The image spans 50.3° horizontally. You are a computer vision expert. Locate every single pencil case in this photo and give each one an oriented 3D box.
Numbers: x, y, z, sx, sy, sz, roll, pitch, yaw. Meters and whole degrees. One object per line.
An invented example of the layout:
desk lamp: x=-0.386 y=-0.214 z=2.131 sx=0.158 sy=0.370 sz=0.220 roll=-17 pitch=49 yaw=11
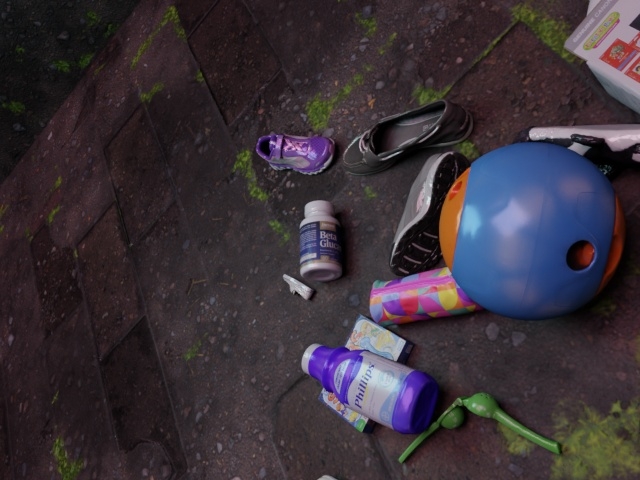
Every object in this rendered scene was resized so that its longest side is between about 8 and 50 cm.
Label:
pencil case: x=0.204 y=0.102 z=1.313 sx=0.236 sy=0.104 sz=0.105 roll=-19 pitch=61 yaw=37

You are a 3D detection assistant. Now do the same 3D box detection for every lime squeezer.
lime squeezer: x=0.263 y=0.328 z=1.211 sx=0.310 sy=0.059 sz=0.110 roll=-18 pitch=94 yaw=36

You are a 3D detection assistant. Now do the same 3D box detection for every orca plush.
orca plush: x=0.464 y=-0.144 z=1.181 sx=0.287 sy=0.151 sz=0.102 roll=6 pitch=108 yaw=40

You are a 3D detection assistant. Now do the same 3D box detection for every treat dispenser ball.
treat dispenser ball: x=0.337 y=-0.015 z=1.106 sx=0.288 sy=0.288 sz=0.288 roll=-18 pitch=62 yaw=36

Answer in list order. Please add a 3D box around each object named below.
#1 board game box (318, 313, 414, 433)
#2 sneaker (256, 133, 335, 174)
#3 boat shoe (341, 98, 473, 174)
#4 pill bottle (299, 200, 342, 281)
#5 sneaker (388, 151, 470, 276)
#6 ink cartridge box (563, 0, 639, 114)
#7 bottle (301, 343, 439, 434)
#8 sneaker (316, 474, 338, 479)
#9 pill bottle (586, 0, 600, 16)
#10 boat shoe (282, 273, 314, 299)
board game box: x=0.091 y=0.268 z=1.389 sx=0.136 sy=0.035 sz=0.201 roll=26 pitch=91 yaw=44
sneaker: x=-0.071 y=-0.224 z=1.690 sx=0.236 sy=0.104 sz=0.095 roll=6 pitch=75 yaw=42
boat shoe: x=0.165 y=-0.232 z=1.486 sx=0.335 sy=0.095 sz=0.112 roll=-15 pitch=64 yaw=37
pill bottle: x=0.000 y=0.000 z=1.540 sx=0.094 sy=0.094 sz=0.170 roll=-20 pitch=61 yaw=35
sneaker: x=0.214 y=-0.052 z=1.384 sx=0.272 sy=0.100 sz=0.108 roll=-65 pitch=21 yaw=4
ink cartridge box: x=0.610 y=-0.354 z=1.112 sx=0.309 sy=0.130 sz=0.272 roll=-49 pitch=46 yaw=15
bottle: x=0.085 y=0.269 z=1.303 sx=0.282 sy=0.092 sz=0.118 roll=16 pitch=86 yaw=41
sneaker: x=-0.020 y=0.598 z=1.299 sx=0.110 sy=0.118 sz=0.292 roll=1 pitch=73 yaw=44
pill bottle: x=0.543 y=-0.484 z=1.241 sx=0.108 sy=0.108 sz=0.180 roll=7 pitch=78 yaw=43
boat shoe: x=-0.057 y=0.110 z=1.590 sx=0.100 sy=0.035 sz=0.035 roll=28 pitch=90 yaw=38
